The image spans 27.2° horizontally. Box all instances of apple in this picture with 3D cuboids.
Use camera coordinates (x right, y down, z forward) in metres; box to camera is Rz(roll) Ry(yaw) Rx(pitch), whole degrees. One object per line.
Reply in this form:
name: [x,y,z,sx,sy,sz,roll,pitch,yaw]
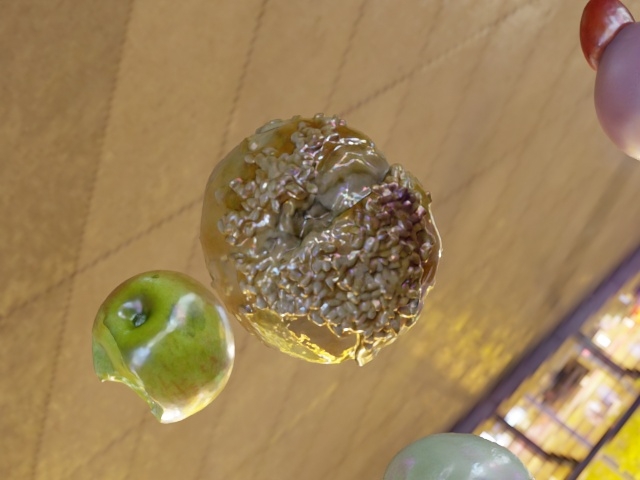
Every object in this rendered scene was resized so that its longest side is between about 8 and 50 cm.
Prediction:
apple: [-0.266,0.170,2.171,0.246,0.246,0.226,-50,157,-8]

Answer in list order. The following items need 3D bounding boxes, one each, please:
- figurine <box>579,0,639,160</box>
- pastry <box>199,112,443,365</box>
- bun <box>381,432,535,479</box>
figurine: [0.517,-0.223,2.027,0.270,0.261,0.211,39,81,-28]
pastry: [0.000,0.000,1.603,0.284,0.315,0.184,-37,-179,-2]
bun: [0.219,0.454,2.139,0.283,0.283,0.179,-61,177,25]
